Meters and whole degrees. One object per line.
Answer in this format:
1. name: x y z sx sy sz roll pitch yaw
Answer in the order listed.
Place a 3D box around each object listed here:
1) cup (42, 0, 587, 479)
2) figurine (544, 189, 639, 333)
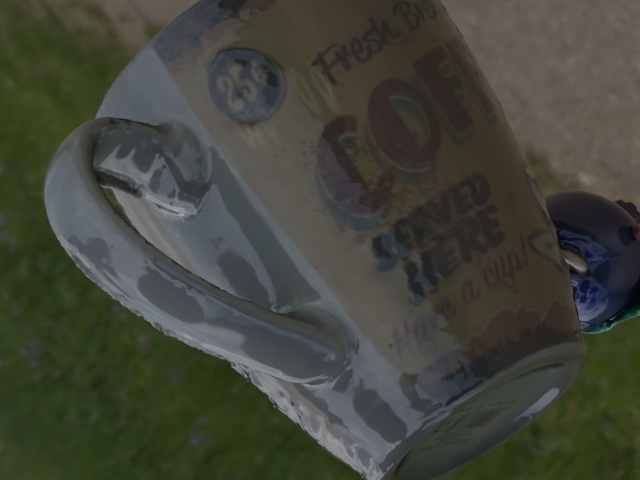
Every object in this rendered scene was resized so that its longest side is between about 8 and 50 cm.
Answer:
1. cup: 0.000 0.000 1.005 0.227 0.301 0.257 -51 61 35
2. figurine: 0.145 0.010 1.248 0.195 0.102 0.111 8 -173 -21
